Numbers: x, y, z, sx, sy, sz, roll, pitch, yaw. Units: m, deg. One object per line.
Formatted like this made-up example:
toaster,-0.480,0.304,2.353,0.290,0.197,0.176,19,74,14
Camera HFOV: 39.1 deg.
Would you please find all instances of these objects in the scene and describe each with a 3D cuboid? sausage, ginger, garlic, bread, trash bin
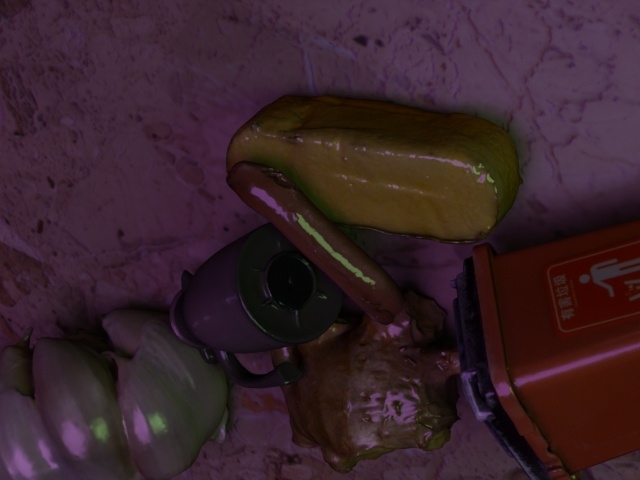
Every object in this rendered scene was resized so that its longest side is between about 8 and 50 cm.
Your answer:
sausage,0.000,0.000,0.738,0.186,0.043,0.043,43,120,-14
ginger,0.049,0.126,0.815,0.216,0.102,0.157,-17,72,34
garlic,-0.251,0.178,0.915,0.281,0.185,0.203,-26,90,28
bread,0.044,-0.060,0.757,0.246,0.094,0.102,9,121,21
trash bin,0.238,0.079,0.682,0.239,0.161,0.184,-20,130,20

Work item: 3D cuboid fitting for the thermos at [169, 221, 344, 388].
thermos,-0.068,0.071,0.821,0.193,0.105,0.137,-24,92,53
